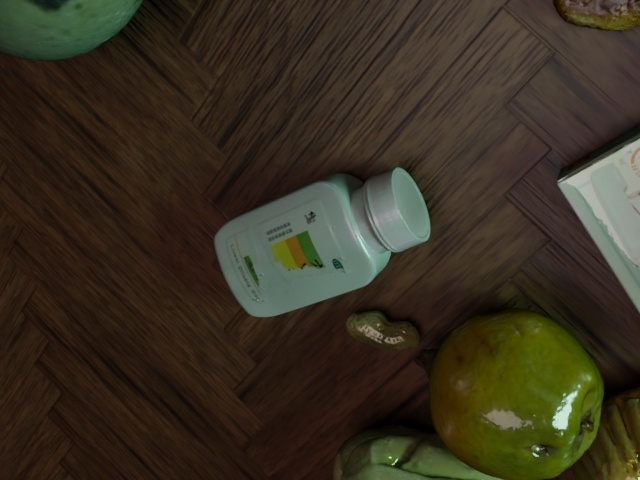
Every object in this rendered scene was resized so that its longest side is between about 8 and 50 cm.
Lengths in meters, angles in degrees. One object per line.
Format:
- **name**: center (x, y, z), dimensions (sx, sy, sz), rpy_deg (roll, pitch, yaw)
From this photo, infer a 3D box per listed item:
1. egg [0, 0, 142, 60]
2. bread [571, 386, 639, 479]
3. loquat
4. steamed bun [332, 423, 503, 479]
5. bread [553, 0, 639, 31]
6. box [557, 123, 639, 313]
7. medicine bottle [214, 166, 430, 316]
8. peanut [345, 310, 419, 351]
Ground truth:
- **egg**: center (-0.366, -0.411, 0.786), dimensions (0.345, 0.345, 0.428), rpy_deg (36, 144, 9)
- **bread**: center (0.437, 0.290, 0.796), dimensions (0.240, 0.139, 0.240), rpy_deg (6, 109, 19)
- **loquat**: center (0.228, 0.188, 0.827), dimensions (0.246, 0.213, 0.213), rpy_deg (16, 115, 44)
- **steamed bun**: center (0.162, 0.460, 0.930), dimensions (0.325, 0.230, 0.372), rpy_deg (1, 110, 27)
- **bread**: center (0.320, -0.323, 0.685), dimensions (0.193, 0.064, 0.193), rpy_deg (11, 114, 26)
- **box**: center (0.404, 0.000, 0.745), dimensions (0.135, 0.079, 0.269), rpy_deg (-32, 92, 30)
- **medicine bottle**: center (0.000, 0.000, 0.908), dimensions (0.296, 0.111, 0.161), rpy_deg (-20, 98, 27)
- **peanut**: center (0.091, 0.133, 0.947), dimensions (0.113, 0.054, 0.054), rpy_deg (14, 112, 16)
